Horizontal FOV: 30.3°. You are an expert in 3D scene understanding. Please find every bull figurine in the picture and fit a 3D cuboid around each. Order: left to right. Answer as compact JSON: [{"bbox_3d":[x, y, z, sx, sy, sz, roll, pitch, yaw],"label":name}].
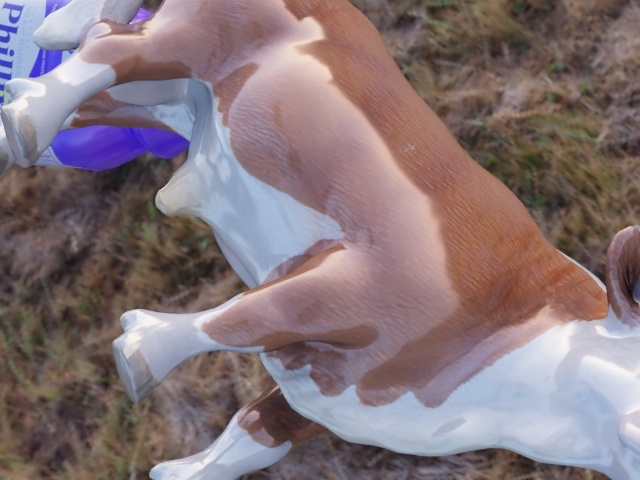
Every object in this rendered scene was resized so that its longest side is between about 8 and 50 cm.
[{"bbox_3d":[0.000,0.000,0.438,0.310,0.188,0.101,54,153,34],"label":"bull figurine"}]

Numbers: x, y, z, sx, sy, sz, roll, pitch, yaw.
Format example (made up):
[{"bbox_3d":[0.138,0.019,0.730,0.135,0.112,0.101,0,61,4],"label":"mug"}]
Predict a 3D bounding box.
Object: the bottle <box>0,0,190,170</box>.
[{"bbox_3d":[-0.160,-0.104,0.777,0.282,0.092,0.118,6,90,22],"label":"bottle"}]
